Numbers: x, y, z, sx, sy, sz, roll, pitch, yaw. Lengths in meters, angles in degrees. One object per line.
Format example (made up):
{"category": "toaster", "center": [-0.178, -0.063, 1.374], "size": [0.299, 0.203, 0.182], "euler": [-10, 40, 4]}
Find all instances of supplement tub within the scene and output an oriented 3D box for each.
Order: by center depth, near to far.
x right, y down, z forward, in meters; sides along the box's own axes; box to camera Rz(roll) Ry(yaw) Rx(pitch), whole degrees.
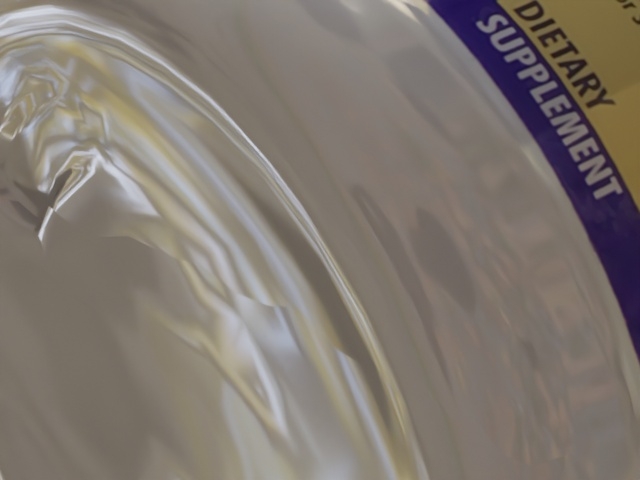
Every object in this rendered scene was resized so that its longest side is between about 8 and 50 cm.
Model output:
{"category": "supplement tub", "center": [0.087, -0.016, 0.488], "size": [0.331, 0.241, 0.241], "euler": [-26, -76, -34]}
